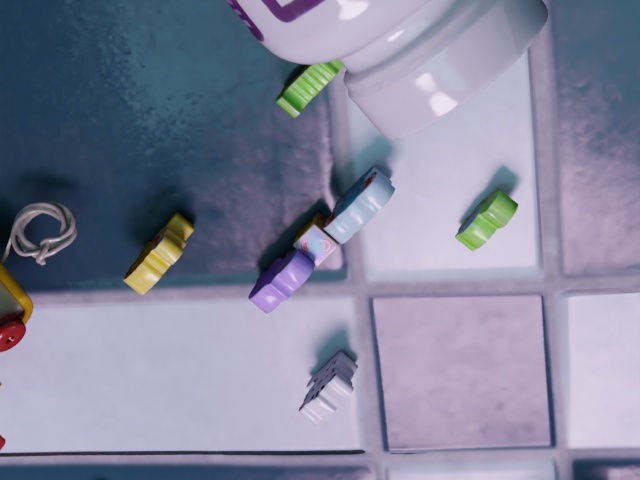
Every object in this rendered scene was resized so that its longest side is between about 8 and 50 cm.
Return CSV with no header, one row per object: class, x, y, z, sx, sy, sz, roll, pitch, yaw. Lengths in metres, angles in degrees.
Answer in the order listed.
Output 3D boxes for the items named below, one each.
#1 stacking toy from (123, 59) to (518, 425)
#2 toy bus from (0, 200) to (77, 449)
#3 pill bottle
stacking toy,0.000,0.000,1.303,0.167,0.052,0.221,39,113,-10
toy bus,-0.266,0.074,1.348,0.202,0.191,0.104,4,158,8
pill bottle,-0.006,-0.211,1.144,0.169,0.169,0.301,-34,106,21
